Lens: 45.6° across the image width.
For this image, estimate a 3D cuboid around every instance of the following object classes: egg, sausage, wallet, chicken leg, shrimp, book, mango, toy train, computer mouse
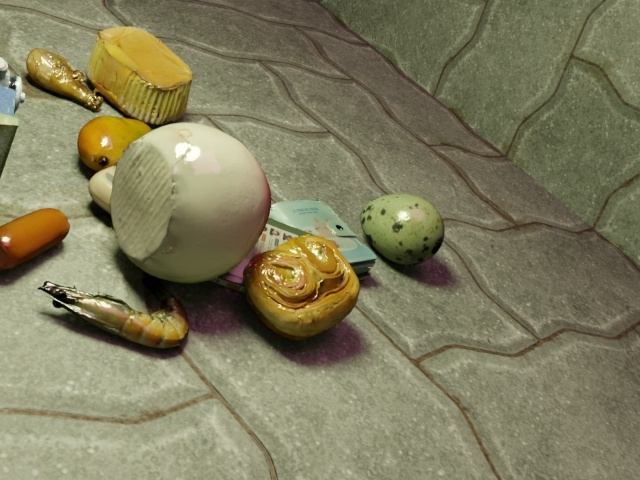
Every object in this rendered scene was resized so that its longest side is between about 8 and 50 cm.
[{"bbox_3d":[0.203,-0.034,1.922,0.228,0.177,0.177,25,22,29],"label":"egg"},{"bbox_3d":[-0.508,-0.006,1.319,0.076,0.076,0.197,30,26,4],"label":"sausage"},{"bbox_3d":[0.000,0.000,1.787,0.176,0.075,0.250,-8,44,-42],"label":"wallet"},{"bbox_3d":[-0.630,-0.395,1.886,0.207,0.085,0.101,34,12,-9],"label":"chicken leg"},{"bbox_3d":[-0.350,0.099,1.321,0.261,0.051,0.198,22,20,-18],"label":"shrimp"},{"bbox_3d":[-0.112,0.036,1.595,0.264,0.027,0.202,21,48,-14],"label":"book"},{"bbox_3d":[-0.453,-0.221,1.701,0.138,0.113,0.253,27,23,4],"label":"mango"},{"bbox_3d":[-0.585,-0.156,1.274,0.131,0.300,0.202,12,39,-30],"label":"toy train"},{"bbox_3d":[-0.379,-0.102,1.596,0.145,0.082,0.236,35,27,14],"label":"computer mouse"}]

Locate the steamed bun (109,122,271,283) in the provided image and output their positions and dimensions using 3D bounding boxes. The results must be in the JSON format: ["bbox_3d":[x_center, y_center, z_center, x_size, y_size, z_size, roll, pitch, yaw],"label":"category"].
[{"bbox_3d":[-0.217,-0.070,1.435,0.309,0.309,0.309,22,27,-12],"label":"steamed bun"}]

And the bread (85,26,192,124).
[{"bbox_3d":[-0.475,-0.423,1.995,0.288,0.156,0.204,38,36,13],"label":"bread"}]

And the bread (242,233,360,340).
[{"bbox_3d":[-0.036,0.092,1.489,0.236,0.120,0.198,-25,67,-41],"label":"bread"}]
